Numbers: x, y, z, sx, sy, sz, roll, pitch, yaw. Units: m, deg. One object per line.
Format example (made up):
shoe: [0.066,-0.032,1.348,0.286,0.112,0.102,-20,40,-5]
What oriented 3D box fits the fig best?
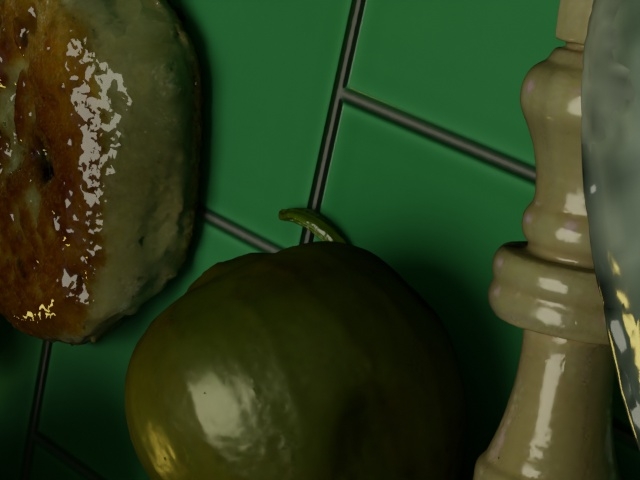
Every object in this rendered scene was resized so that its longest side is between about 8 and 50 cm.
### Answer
fig: [0.000,0.109,1.015,0.230,0.207,0.207,38,122,9]

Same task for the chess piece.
chess piece: [0.145,0.024,0.928,0.117,0.117,0.397,16,104,41]

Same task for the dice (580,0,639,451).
dice: [0.314,-0.031,0.607,0.348,0.328,0.330,-18,82,43]

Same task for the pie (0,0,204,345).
pie: [-0.210,-0.077,1.261,0.315,0.092,0.315,8,102,44]

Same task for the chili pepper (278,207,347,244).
chili pepper: [-0.001,0.000,1.120,0.083,0.017,0.030,49,126,27]
